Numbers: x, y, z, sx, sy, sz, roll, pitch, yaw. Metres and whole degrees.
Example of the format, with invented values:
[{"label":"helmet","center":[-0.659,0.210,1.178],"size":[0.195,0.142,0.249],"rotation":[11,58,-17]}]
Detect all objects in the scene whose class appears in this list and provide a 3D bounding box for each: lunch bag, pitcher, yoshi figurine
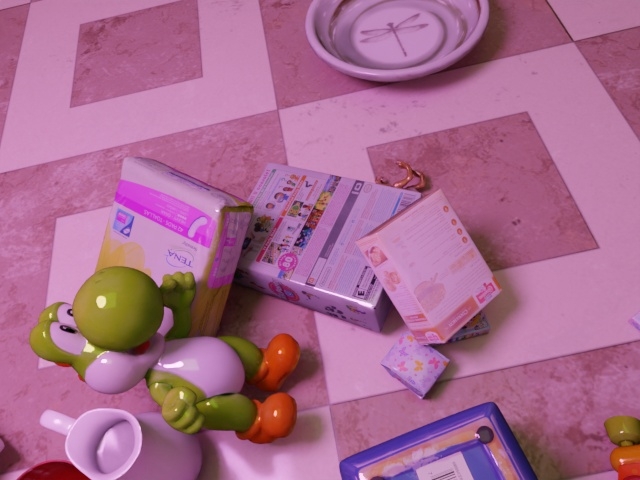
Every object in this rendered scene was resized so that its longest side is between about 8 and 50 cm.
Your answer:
[{"label":"lunch bag","center":[0.145,0.191,0.825],"size":[0.083,0.053,0.071],"rotation":[36,72,16]},{"label":"pitcher","center":[-0.271,0.288,0.743],"size":[0.178,0.207,0.125],"rotation":[14,65,23]},{"label":"yoshi figurine","center":[-0.192,0.147,0.727],"size":[0.362,0.204,0.202],"rotation":[23,83,-22]}]

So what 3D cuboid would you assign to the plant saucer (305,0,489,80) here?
[{"label":"plant saucer","center":[0.169,-0.477,1.200],"size":[0.401,0.100,0.400],"rotation":[-5,58,8]}]

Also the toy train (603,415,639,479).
[{"label":"toy train","center":[0.406,0.298,0.701],"size":[0.248,0.105,0.143],"rotation":[-19,37,25]}]

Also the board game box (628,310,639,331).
[{"label":"board game box","center":[0.542,0.128,0.814],"size":[0.090,0.020,0.090],"rotation":[-33,60,-12]}]

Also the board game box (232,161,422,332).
[{"label":"board game box","center":[0.000,0.000,0.926],"size":[0.304,0.097,0.224],"rotation":[16,63,23]}]

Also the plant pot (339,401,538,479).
[{"label":"plant pot","center":[0.158,0.337,0.636],"size":[0.236,0.212,0.235],"rotation":[-21,58,-1]}]

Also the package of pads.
[{"label":"package of pads","center":[-0.251,0.038,0.880],"size":[0.229,0.101,0.296],"rotation":[25,104,23]}]

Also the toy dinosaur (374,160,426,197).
[{"label":"toy dinosaur","center":[0.166,-0.082,0.994],"size":[0.212,0.064,0.112],"rotation":[12,79,27]}]

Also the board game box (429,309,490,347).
[{"label":"board game box","center":[0.204,0.095,0.888],"size":[0.104,0.026,0.154],"rotation":[-16,58,0]}]

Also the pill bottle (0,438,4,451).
[{"label":"pill bottle","center":[-0.600,0.390,0.774],"size":[0.146,0.146,0.264],"rotation":[28,67,24]}]

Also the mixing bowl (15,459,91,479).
[{"label":"mixing bowl","center":[-0.348,0.401,0.743],"size":[0.182,0.098,0.181],"rotation":[-5,69,13]}]

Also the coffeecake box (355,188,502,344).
[{"label":"coffeecake box","center":[0.165,0.040,0.802],"size":[0.142,0.068,0.185],"rotation":[-33,93,-27]}]
